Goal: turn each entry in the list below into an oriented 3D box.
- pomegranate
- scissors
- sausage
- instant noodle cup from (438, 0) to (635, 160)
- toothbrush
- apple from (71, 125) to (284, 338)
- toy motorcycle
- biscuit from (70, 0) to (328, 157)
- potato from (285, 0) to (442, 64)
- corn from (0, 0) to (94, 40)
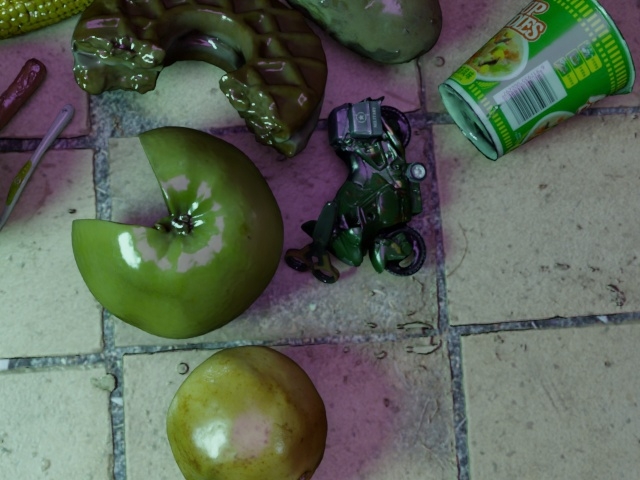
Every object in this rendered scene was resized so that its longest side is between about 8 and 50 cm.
[{"bbox_3d":[-0.096,0.258,1.314,0.233,0.233,0.233,1,83,-5],"label":"pomegranate"},{"bbox_3d":[0.000,0.000,1.352,0.088,0.220,0.017,26,62,4],"label":"scissors"},{"bbox_3d":[-0.464,-0.204,1.426,0.158,0.042,0.036,-51,128,-7],"label":"sausage"},{"bbox_3d":[0.313,-0.239,1.432,0.232,0.207,0.207,-36,87,-2],"label":"instant noodle cup"},{"bbox_3d":[-0.436,-0.090,1.420,0.022,0.026,0.263,24,78,31],"label":"toothbrush"},{"bbox_3d":[-0.194,-0.011,1.318,0.291,0.254,0.292,0,87,-9],"label":"apple"},{"bbox_3d":[0.059,-0.079,1.421,0.187,0.125,0.275,-2,81,-15],"label":"toy motorcycle"},{"bbox_3d":[-0.158,-0.273,1.380,0.366,0.115,0.268,23,50,1],"label":"biscuit"},{"bbox_3d":[0.061,-0.363,1.437,0.262,0.165,0.165,25,81,-13],"label":"potato"},{"bbox_3d":[-0.368,-0.390,1.418,0.321,0.119,0.119,-30,86,-5],"label":"corn"}]
